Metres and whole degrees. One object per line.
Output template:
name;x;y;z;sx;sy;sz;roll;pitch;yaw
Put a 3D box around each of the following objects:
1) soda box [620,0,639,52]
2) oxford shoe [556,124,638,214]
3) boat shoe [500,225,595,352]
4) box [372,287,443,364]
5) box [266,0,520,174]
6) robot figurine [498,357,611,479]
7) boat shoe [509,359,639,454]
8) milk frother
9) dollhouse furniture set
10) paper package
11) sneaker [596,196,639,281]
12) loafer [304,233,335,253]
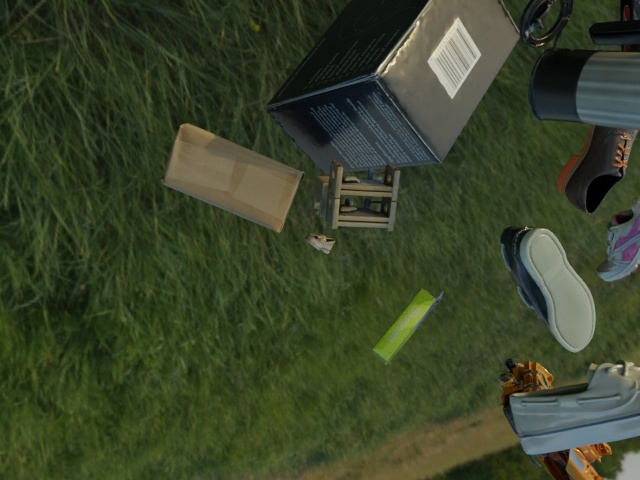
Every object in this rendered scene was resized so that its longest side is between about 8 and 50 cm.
soda box;0.380;-0.228;0.735;0.053;0.168;0.060;-3;-175;12
oxford shoe;0.538;-0.169;1.161;0.097;0.098;0.271;2;130;-18
boat shoe;0.452;0.092;1.267;0.114;0.302;0.091;-35;-157;-15
box;0.177;0.170;1.301;0.178;0.042;0.109;-49;166;-9
box;0.187;-0.451;1.712;0.297;0.479;0.472;47;156;-29
robot figurine;0.442;0.350;1.206;0.085;0.291;0.211;-34;-166;29
boat shoe;0.339;0.182;0.742;0.258;0.084;0.095;-27;164;31
milk frother;0.288;-0.188;0.663;0.143;0.135;0.129;11;96;-44
dollhouse furniture set;0.070;-0.107;1.335;0.130;0.183;0.128;2;105;-13
paper package;-0.224;-0.158;1.690;0.325;0.168;0.309;22;180;-5
sneaker;0.730;-0.010;1.524;0.103;0.111;0.252;-44;163;-50
loafer;0.000;0.000;1.551;0.039;0.045;0.125;-50;158;5
